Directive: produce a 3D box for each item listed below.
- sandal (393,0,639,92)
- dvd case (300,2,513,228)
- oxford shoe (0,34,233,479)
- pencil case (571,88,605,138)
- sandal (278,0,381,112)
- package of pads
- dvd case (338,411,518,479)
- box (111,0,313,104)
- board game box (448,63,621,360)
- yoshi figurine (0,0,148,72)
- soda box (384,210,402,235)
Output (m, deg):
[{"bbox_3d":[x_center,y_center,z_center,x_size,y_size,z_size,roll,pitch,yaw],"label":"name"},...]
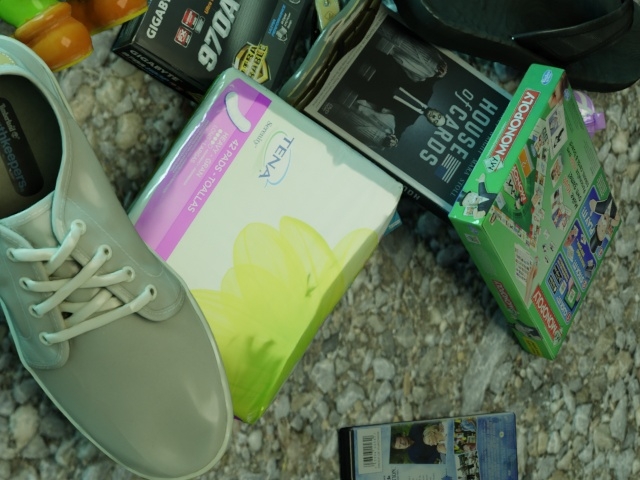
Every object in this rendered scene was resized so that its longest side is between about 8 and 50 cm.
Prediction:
[{"bbox_3d":[0.280,-0.278,1.669,0.445,0.107,0.168,2,63,-40],"label":"sandal"},{"bbox_3d":[0.107,-0.145,1.568,0.238,0.029,0.179,35,64,0],"label":"dvd case"},{"bbox_3d":[-0.220,0.029,1.227,0.169,0.130,0.449,-27,101,-2],"label":"oxford shoe"},{"bbox_3d":[0.244,-0.127,1.682,0.206,0.088,0.086,-23,106,-34],"label":"pencil case"},{"bbox_3d":[0.008,-0.231,1.520,0.060,0.090,0.219,32,72,9],"label":"sandal"},{"bbox_3d":[-0.080,0.008,1.380,0.229,0.101,0.297,34,79,-11],"label":"package of pads"},{"bbox_3d":[0.131,0.297,1.606,0.253,0.022,0.180,0,87,-35],"label":"dvd case"},{"bbox_3d":[-0.102,-0.253,1.475,0.175,0.051,0.220,31,69,-29],"label":"box"},{"bbox_3d":[0.260,-0.025,1.619,0.214,0.046,0.317,-59,144,-19],"label":"board game box"},{"bbox_3d":[-0.325,-0.330,1.278,0.203,0.203,0.362,-27,111,-4],"label":"yoshi figurine"},{"bbox_3d":[0.000,0.000,1.516,0.183,0.063,0.058,-34,105,-32],"label":"soda box"}]
